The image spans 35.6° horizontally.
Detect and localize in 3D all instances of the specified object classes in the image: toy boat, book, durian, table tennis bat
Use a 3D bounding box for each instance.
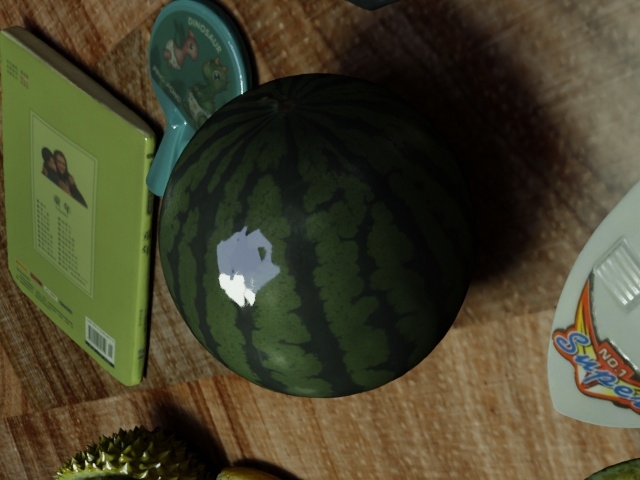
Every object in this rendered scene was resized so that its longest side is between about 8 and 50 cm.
[{"bbox_3d":[0.206,0.021,0.519,0.129,0.088,0.295,51,140,16],"label":"toy boat"},{"bbox_3d":[-0.263,-0.025,1.078,0.239,0.035,0.352,37,135,27],"label":"book"},{"bbox_3d":[-0.164,0.291,1.077,0.193,0.138,0.237,33,176,43],"label":"durian"},{"bbox_3d":[-0.113,-0.115,0.857,0.124,0.033,0.201,47,135,23],"label":"table tennis bat"}]

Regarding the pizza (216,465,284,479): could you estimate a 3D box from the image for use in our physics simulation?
[{"bbox_3d":[-0.027,0.313,0.999,0.185,0.036,0.176,3,114,48],"label":"pizza"}]

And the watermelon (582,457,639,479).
[{"bbox_3d":[0.235,0.194,0.590,0.181,0.092,0.075,25,143,28],"label":"watermelon"}]

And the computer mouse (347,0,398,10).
[{"bbox_3d":[0.018,-0.215,0.590,0.106,0.062,0.192,13,153,24],"label":"computer mouse"}]

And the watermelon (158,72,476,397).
[{"bbox_3d":[0.000,0.000,0.651,0.212,0.212,0.212,27,129,38],"label":"watermelon"}]
